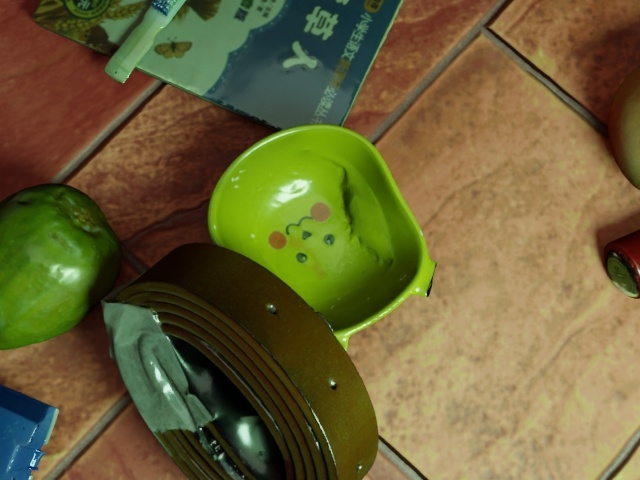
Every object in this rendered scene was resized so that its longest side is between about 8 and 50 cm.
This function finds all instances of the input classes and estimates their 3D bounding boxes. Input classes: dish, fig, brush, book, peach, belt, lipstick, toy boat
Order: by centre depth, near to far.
[{"bbox_3d":[-0.087,0.157,0.928,0.338,0.122,0.217,50,123,2],"label":"belt"},{"bbox_3d":[-0.342,0.039,0.973,0.233,0.167,0.167,-37,82,-15],"label":"fig"},{"bbox_3d":[-0.450,0.202,0.978,0.295,0.088,0.129,17,78,13],"label":"toy boat"},{"bbox_3d":[0.000,0.000,1.018,0.221,0.108,0.262,-35,80,-9],"label":"dish"},{"bbox_3d":[0.441,-0.140,1.033,0.184,0.184,0.184,0,78,-2],"label":"peach"},{"bbox_3d":[0.470,-0.010,1.051,0.241,0.080,0.080,-26,80,-7],"label":"lipstick"},{"bbox_3d":[-0.210,-0.277,1.072,0.033,0.030,0.178,35,82,-4],"label":"brush"},{"bbox_3d":[-0.120,-0.325,1.118,0.428,0.039,0.300,24,78,4],"label":"book"}]
